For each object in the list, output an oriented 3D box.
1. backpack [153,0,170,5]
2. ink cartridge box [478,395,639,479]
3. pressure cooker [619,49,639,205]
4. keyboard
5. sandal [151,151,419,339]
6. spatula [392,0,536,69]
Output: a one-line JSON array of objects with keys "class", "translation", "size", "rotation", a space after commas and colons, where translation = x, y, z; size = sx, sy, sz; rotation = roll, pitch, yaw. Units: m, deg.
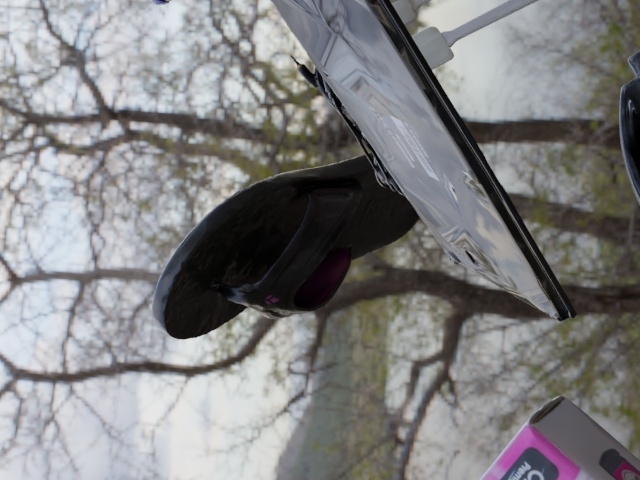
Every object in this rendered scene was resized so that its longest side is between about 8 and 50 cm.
[{"class": "backpack", "translation": [-0.190, -0.447, 1.569], "size": [0.117, 0.173, 0.158], "rotation": [56, -144, -33]}, {"class": "ink cartridge box", "translation": [0.198, 0.263, 0.496], "size": [0.176, 0.371, 0.069], "rotation": [-57, -20, 24]}, {"class": "pressure cooker", "translation": [0.505, -0.117, 0.986], "size": [0.375, 0.420, 0.370], "rotation": [57, -165, -6]}, {"class": "keyboard", "translation": [0.037, -0.049, 0.381], "size": [0.038, 0.100, 0.192], "rotation": [-47, -48, -9]}, {"class": "sandal", "translation": [0.001, -0.002, 1.213], "size": [0.445, 0.107, 0.167], "rotation": [-26, -43, -39]}, {"class": "spatula", "translation": [0.142, -0.294, 1.191], "size": [0.168, 0.242, 0.019], "rotation": [60, 175, 15]}]
